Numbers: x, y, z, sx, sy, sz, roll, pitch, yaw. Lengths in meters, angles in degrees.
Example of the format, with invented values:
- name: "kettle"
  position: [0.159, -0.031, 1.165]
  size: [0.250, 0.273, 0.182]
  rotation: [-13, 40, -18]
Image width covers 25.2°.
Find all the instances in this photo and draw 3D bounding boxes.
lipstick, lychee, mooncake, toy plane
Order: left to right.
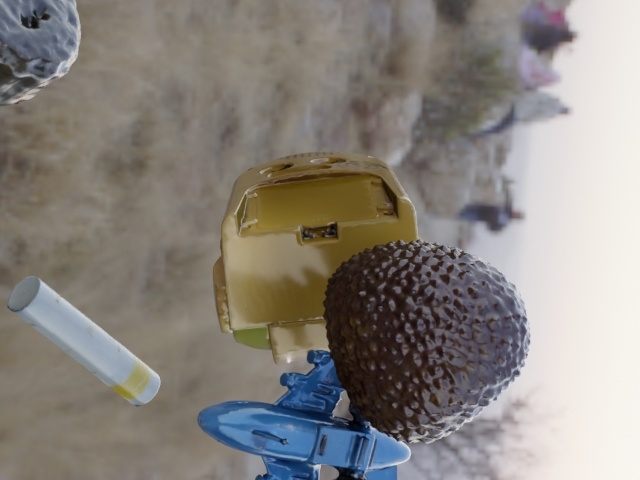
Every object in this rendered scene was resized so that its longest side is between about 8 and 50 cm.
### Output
- name: "mooncake"
  position: [-0.401, -0.281, 1.762]
  size: [0.228, 0.124, 0.228]
  rotation: [41, 36, -40]
- name: "lipstick"
  position: [-0.319, 0.139, 1.952]
  size: [0.264, 0.059, 0.059]
  rotation: [47, 38, -41]
- name: "toy plane"
  position: [-0.003, 0.192, 1.380]
  size: [0.271, 0.105, 0.254]
  rotation: [16, 87, -48]
- name: "lychee"
  position: [0.097, 0.086, 1.317]
  size: [0.194, 0.194, 0.194]
  rotation: [3, 90, -85]

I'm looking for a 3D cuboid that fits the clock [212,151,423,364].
- name: "clock"
  position: [0.000, 0.000, 1.651]
  size: [0.317, 0.244, 0.200]
  rotation: [-95, -178, -68]
